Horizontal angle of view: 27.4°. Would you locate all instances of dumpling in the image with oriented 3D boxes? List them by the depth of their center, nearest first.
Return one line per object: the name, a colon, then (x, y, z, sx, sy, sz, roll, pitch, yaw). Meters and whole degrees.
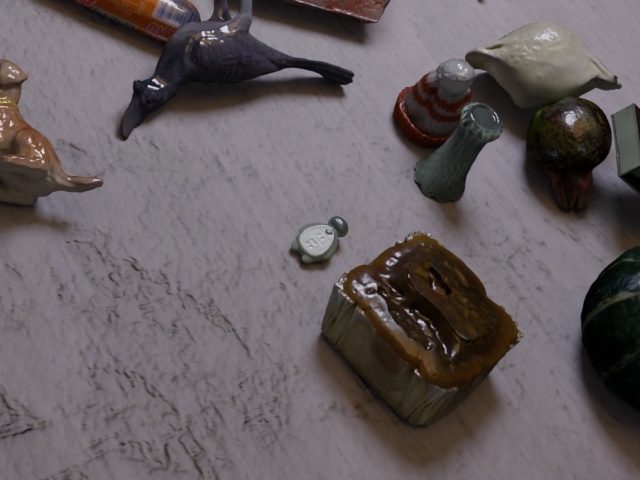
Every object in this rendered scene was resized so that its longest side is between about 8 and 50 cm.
dumpling: (0.328, -0.259, 1.974, 0.216, 0.166, 0.126, -15, 88, -1)

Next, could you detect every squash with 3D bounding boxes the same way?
squash: (0.470, 0.124, 1.746, 0.252, 0.165, 0.252, 14, 50, -17)

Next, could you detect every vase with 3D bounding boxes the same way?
vase: (0.194, -0.126, 1.807, 0.081, 0.148, 0.081, 13, 52, -17)

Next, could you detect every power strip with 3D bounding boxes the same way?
power strip: (0.000, 0.000, 1.709, 0.083, 0.035, 0.055, -35, 76, -25)

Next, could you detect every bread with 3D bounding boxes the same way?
bread: (0.126, 0.103, 1.637, 0.192, 0.110, 0.210, -30, 73, -39)

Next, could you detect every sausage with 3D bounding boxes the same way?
sausage: (-0.259, -0.328, 1.790, 0.234, 0.071, 0.071, 24, 50, -7)

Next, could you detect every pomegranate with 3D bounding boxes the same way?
pomegranate: (0.354, -0.130, 1.911, 0.126, 0.138, 0.163, 17, 93, -9)

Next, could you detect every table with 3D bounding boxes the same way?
table: (0.542, -0.102, 1.918, 0.240, 0.111, 0.121, 34, 44, -35)

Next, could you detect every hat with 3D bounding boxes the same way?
hat: (0.174, -0.204, 1.846, 0.112, 0.162, 0.093, 18, 54, -8)

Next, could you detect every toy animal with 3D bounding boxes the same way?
toy animal: (-0.362, -0.137, 1.589, 0.184, 0.104, 0.185, 2, 51, -22)
toy animal: (-0.122, -0.275, 1.767, 0.367, 0.081, 0.205, -17, 110, -32)

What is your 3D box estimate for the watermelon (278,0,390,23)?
watermelon: (0.009, -0.412, 1.912, 0.318, 0.148, 0.226, -23, 105, -18)
